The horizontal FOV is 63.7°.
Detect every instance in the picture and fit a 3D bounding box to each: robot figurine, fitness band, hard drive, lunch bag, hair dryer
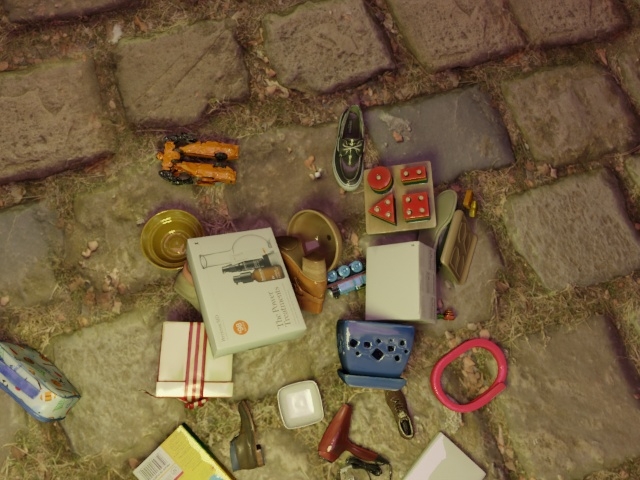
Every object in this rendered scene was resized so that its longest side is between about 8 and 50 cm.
[{"bbox_3d":[-0.453,-0.289,1.895,0.291,0.085,0.210,5,75,-5],"label":"robot figurine"},{"bbox_3d":[0.526,0.474,1.814,0.291,0.054,0.209,-31,78,-13],"label":"fitness band"},{"bbox_3d":[0.378,0.827,1.710,0.203,0.040,0.307,42,75,6],"label":"hard drive"},{"bbox_3d":[-0.898,0.430,1.582,0.303,0.243,0.115,37,75,4],"label":"lunch bag"},{"bbox_3d":[0.100,0.694,1.715,0.224,0.080,0.293,-10,82,-24],"label":"hair dryer"}]

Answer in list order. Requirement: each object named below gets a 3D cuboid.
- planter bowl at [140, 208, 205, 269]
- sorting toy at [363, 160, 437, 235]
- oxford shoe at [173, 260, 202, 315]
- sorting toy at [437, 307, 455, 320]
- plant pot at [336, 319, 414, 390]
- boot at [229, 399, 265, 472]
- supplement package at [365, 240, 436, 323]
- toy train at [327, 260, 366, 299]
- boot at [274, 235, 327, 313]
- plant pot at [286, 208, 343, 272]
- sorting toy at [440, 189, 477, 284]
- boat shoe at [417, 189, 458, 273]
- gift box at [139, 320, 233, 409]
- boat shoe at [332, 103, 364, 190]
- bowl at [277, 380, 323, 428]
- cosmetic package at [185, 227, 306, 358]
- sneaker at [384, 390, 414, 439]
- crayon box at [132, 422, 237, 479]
[{"bbox_3d":[-0.512,0.006,1.809,0.217,0.090,0.217,1,76,-5],"label":"planter bowl"},{"bbox_3d":[0.282,-0.164,1.885,0.256,0.089,0.256,-6,75,17],"label":"sorting toy"},{"bbox_3d":[-0.322,0.222,1.771,0.397,0.146,0.140,39,31,-6],"label":"oxford shoe"},{"bbox_3d":[0.437,0.261,1.853,0.102,0.061,0.042,14,73,-26],"label":"sorting toy"},{"bbox_3d":[0.169,0.378,1.712,0.236,0.236,0.211,6,81,-5],"label":"plant pot"},{"bbox_3d":[-0.260,0.640,1.675,0.106,0.082,0.219,-16,80,-12],"label":"boot"},{"bbox_3d":[0.277,0.152,1.774,0.204,0.145,0.261,-8,72,34],"label":"supplement package"},{"bbox_3d":[0.091,0.141,1.842,0.184,0.080,0.105,-20,84,-10],"label":"toy train"},{"bbox_3d":[-0.082,0.115,1.800,0.284,0.220,0.109,23,36,35],"label":"boot"},{"bbox_3d":[0.000,0.000,1.825,0.110,0.237,0.237,-15,74,-48],"label":"plant pot"},{"bbox_3d":[0.513,-0.015,1.875,0.041,0.229,0.307,9,71,36],"label":"sorting toy"},{"bbox_3d":[0.444,-0.020,1.905,0.113,0.127,0.339,34,68,-38],"label":"boat shoe"},{"bbox_3d":[-0.420,0.401,1.637,0.277,0.255,0.257,2,73,-11],"label":"gift box"},{"bbox_3d":[0.107,-0.358,1.949,0.121,0.119,0.334,0,75,-6],"label":"boat shoe"},{"bbox_3d":[-0.069,0.550,1.731,0.142,0.053,0.142,-12,78,-9],"label":"bowl"},{"bbox_3d":[-0.241,0.153,1.620,0.285,0.097,0.377,-11,63,-24],"label":"cosmetic package"},{"bbox_3d":[0.276,0.580,1.747,0.066,0.071,0.188,-20,79,-10],"label":"sneaker"},{"bbox_3d":[-0.406,0.768,1.627,0.202,0.081,0.318,-43,83,-14],"label":"crayon box"}]
